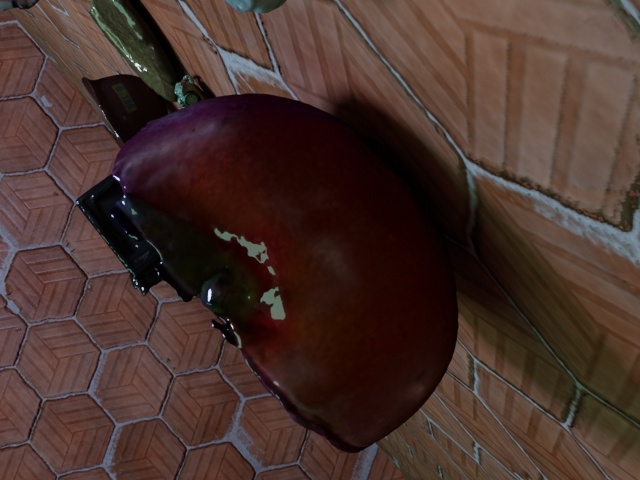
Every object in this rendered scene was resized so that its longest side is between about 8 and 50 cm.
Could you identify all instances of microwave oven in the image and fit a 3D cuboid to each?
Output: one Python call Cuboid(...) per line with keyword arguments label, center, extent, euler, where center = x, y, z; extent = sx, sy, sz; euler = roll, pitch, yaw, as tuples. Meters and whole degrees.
Cuboid(label="microwave oven", center=(-0.256, -0.054, 1.471), extent=(0.178, 0.247, 0.188), euler=(52, 169, 3))

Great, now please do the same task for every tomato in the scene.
Cuboid(label="tomato", center=(0.000, -0.006, 0.750), extent=(0.335, 0.176, 0.289), euler=(50, -170, 4))

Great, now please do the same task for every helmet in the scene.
Cuboid(label="helmet", center=(-0.324, -0.227, 1.503), extent=(0.175, 0.106, 0.155), euler=(51, 167, 21))

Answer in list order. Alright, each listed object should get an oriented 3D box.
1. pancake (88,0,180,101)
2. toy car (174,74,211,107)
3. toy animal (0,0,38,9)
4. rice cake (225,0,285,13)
Cuboid(label="pancake", center=(-0.285, -0.311, 1.236), extent=(0.286, 0.033, 0.288), euler=(53, 170, -22))
Cuboid(label="toy car", center=(-0.147, -0.166, 1.165), extent=(0.122, 0.035, 0.059), euler=(44, 173, -19))
Cuboid(label="toy animal", center=(-0.522, -0.444, 1.364), extent=(0.187, 0.165, 0.235), euler=(7, -171, -31))
Cuboid(label="rice cake", center=(-0.076, -0.214, 0.572), extent=(0.206, 0.069, 0.063), euler=(40, 167, 36))
